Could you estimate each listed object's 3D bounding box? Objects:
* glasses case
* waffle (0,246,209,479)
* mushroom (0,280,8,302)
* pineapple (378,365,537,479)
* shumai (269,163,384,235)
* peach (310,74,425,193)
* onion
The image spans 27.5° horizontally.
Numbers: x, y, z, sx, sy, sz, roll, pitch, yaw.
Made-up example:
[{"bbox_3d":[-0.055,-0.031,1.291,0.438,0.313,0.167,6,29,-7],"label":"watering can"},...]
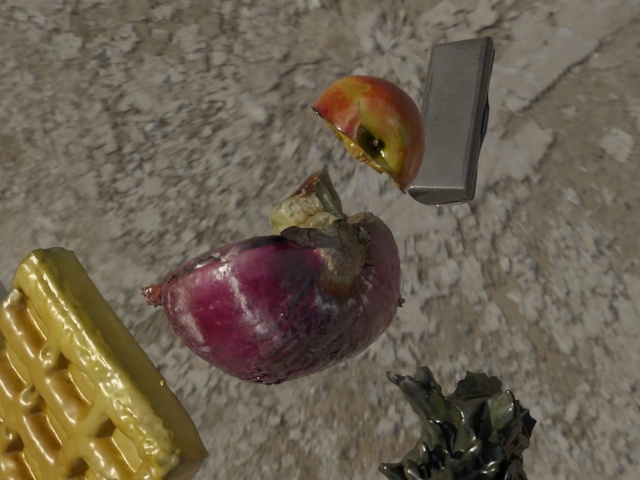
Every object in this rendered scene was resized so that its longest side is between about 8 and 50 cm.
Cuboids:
[{"bbox_3d":[0.142,-0.128,1.390,0.072,0.042,0.191,-6,60,33],"label":"glasses case"},{"bbox_3d":[-0.208,0.163,1.050,0.221,0.055,0.248,52,127,24],"label":"waffle"},{"bbox_3d":[-0.369,0.126,1.503,0.071,0.209,0.084,-42,138,15],"label":"mushroom"},{"bbox_3d":[0.070,0.257,0.783,0.202,0.202,0.362,0,91,3],"label":"pineapple"},{"bbox_3d":[0.000,0.000,1.756,0.161,0.209,0.153,-42,96,5],"label":"shumai"},{"bbox_3d":[0.043,-0.083,0.949,0.098,0.098,0.061,43,95,-4],"label":"peach"},{"bbox_3d":[-0.068,0.088,1.483,0.348,0.267,0.159,-21,79,48],"label":"onion"}]
